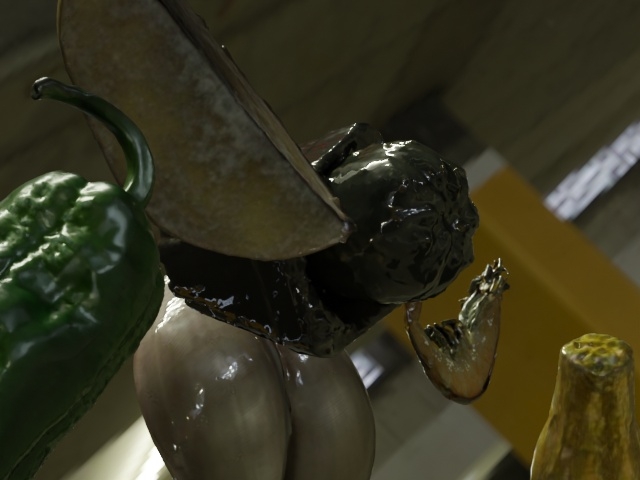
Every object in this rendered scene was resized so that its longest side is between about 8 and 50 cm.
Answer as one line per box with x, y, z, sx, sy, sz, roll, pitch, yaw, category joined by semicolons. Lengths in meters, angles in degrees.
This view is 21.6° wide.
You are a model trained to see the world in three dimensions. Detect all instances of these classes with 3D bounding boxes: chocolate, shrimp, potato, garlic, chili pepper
0.157;0.148;0.976;0.085;0.085;0.219;-37;-41;-36;chocolate
0.110;0.055;1.425;0.034;0.124;0.178;-24;31;39;shrimp
-0.097;-0.085;1.019;0.100;0.261;0.120;-37;26;2;potato
-0.086;0.208;1.688;0.231;0.246;0.340;-33;-52;-46;garlic
-0.138;0.054;0.524;0.257;0.100;0.074;-37;-27;-27;chili pepper

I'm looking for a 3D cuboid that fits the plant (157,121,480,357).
0.000;0.000;1.264;0.256;0.142;0.164;-7;20;39;plant
